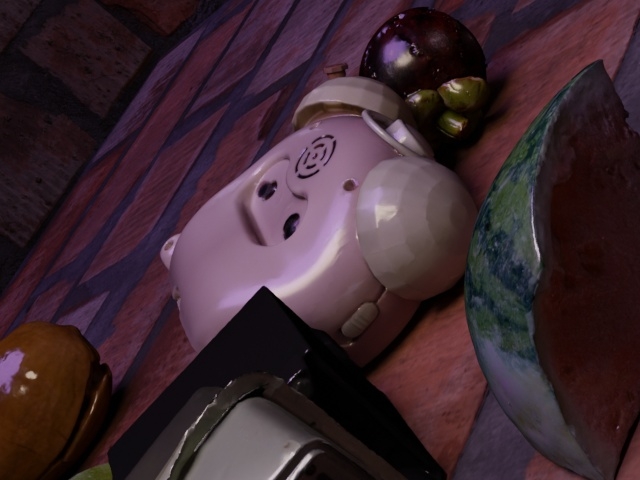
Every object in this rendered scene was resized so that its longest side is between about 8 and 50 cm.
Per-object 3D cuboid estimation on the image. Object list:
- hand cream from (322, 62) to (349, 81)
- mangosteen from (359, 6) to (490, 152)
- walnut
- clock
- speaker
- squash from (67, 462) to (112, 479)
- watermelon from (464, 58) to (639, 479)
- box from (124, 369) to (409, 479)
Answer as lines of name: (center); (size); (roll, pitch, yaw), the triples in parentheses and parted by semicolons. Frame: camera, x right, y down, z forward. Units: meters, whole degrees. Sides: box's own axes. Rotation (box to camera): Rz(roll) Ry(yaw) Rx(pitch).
hand cream: (0.037, -0.108, 1.727); (0.043, 0.209, 0.067); (-15, 13, -13)
mangosteen: (0.126, -0.179, 1.698); (0.166, 0.166, 0.180); (-43, 45, 22)
walnut: (-0.440, 0.272, 2.082); (0.336, 0.209, 0.209); (-55, 18, -10)
clock: (0.000, 0.000, 1.546); (0.326, 0.184, 0.342); (-43, 38, 11)
speaker: (-0.042, 0.200, 1.279); (0.232, 0.184, 0.254); (-47, 17, 0)
squash: (-0.201, 0.319, 1.486); (0.170, 0.170, 0.123); (-54, 32, -10)
watermelon: (0.187, 0.040, 1.104); (0.176, 0.256, 0.260); (18, 50, 24)
box: (-0.013, 0.240, 0.961); (0.220, 0.290, 0.166); (-53, 32, -10)
